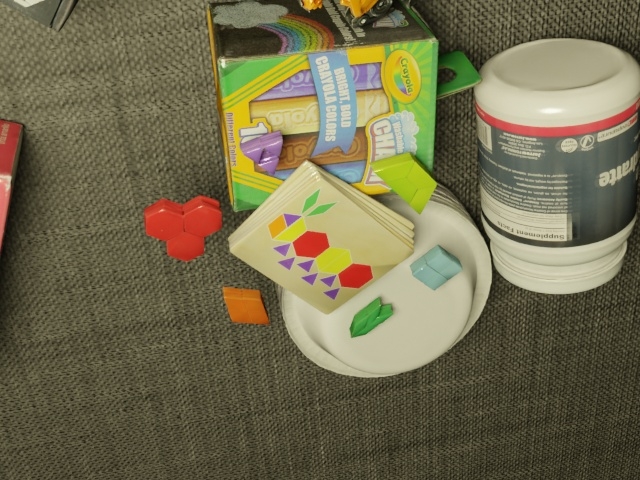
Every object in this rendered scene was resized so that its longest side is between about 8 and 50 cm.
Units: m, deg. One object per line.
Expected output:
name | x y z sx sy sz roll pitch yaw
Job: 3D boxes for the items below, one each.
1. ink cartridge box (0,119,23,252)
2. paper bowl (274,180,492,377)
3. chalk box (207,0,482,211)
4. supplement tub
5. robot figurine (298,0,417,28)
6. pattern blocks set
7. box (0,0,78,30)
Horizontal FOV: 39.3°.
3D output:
ink cartridge box | -0.547 -0.019 0.976 0.385 0.160 0.279 11 119 -19
paper bowl | 0.086 0.060 1.177 0.285 0.148 0.284 -5 123 -8
chalk box | 0.029 -0.164 1.002 0.289 0.180 0.179 -6 123 -7
supplement tub | 0.290 -0.091 1.098 0.191 0.191 0.272 -13 124 -4
robot figurine | 0.080 -0.329 0.834 0.291 0.085 0.211 -41 149 16
pattern blocks set | 0.000 0.000 0.989 0.286 0.026 0.325 -31 132 15
box | -0.320 -0.382 0.680 0.395 0.097 0.318 28 141 -17
